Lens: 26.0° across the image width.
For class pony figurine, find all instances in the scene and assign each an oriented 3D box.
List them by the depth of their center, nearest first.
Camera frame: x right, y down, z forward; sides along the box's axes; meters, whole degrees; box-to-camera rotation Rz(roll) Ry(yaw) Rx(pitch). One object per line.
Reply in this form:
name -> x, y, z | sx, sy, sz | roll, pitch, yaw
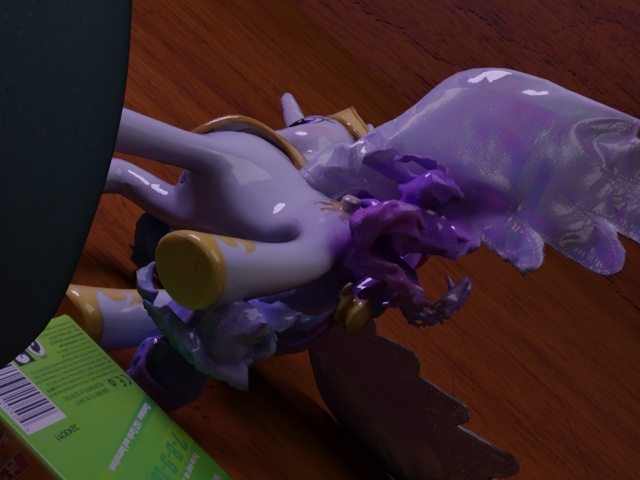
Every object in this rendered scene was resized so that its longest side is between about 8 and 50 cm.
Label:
pony figurine -> 0.000, 0.000, 0.860 | 0.351, 0.303, 0.363 | 39, 27, 29

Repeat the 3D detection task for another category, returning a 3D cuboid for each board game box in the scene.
board game box -> -0.065, 0.141, 0.649 | 0.259, 0.039, 0.124 | 41, 15, 9

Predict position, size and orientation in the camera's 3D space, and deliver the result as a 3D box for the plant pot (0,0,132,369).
plant pot -> -0.187, -0.043, 0.491 | 0.290, 0.290, 0.195 | -106, 179, -65
